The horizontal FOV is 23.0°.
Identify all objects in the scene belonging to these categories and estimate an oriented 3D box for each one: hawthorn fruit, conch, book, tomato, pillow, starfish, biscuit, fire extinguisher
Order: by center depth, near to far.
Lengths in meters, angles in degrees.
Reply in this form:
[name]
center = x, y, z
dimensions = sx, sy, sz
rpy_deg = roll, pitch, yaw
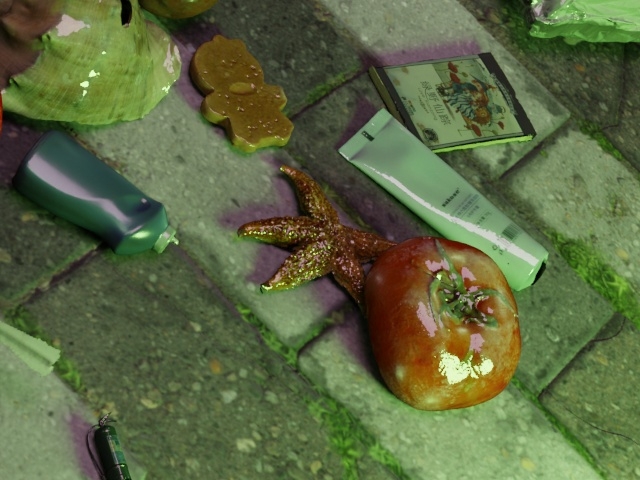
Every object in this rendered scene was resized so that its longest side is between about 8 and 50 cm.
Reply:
[fire extinguisher]
center = -0.232, 0.229, 1.712
dimensions = 0.038, 0.025, 0.083
rpy_deg = -15, 64, -12
[conch]
center = -0.312, -0.269, 1.939
dimensions = 0.324, 0.186, 0.263
rpy_deg = 18, 68, -18
[tomato]
center = 0.163, 0.099, 1.972
dimensions = 0.236, 0.095, 0.237
rpy_deg = 14, 61, -26
[starfish]
center = 0.000, -0.001, 2.010
dimensions = 0.227, 0.043, 0.240
rpy_deg = -9, 60, -36
[biscuit]
center = -0.112, -0.193, 2.092
dimensions = 0.133, 0.027, 0.184
rpy_deg = -29, 73, -40
[hawthorn fruit]
center = -0.183, -0.359, 2.115
dimensions = 0.189, 0.149, 0.149
rpy_deg = 36, 33, -55
[book]
center = 0.195, -0.202, 2.283
dimensions = 0.231, 0.026, 0.157
rpy_deg = -10, 64, -35
[pillow]
center = 0.421, -0.442, 2.518
dimensions = 0.310, 0.138, 0.283
rpy_deg = -2, 58, -29

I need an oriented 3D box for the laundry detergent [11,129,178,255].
[laundry detergent]
center = -0.260, -0.046, 1.874
dimensions = 0.206, 0.061, 0.097
rpy_deg = 33, 40, -7

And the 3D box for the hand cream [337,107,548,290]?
[hand cream]
center = 0.177, -0.053, 2.144
dimensions = 0.320, 0.067, 0.109
rpy_deg = 41, 56, 6

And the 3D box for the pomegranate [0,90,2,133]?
[pomegranate]
center = -0.475, -0.143, 1.717
dimensions = 0.256, 0.221, 0.221
rpy_deg = 5, 43, 22

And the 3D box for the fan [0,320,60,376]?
[fan]
center = -0.452, 0.022, 1.628
dimensions = 0.414, 0.233, 0.012
rpy_deg = 30, 7, -10
